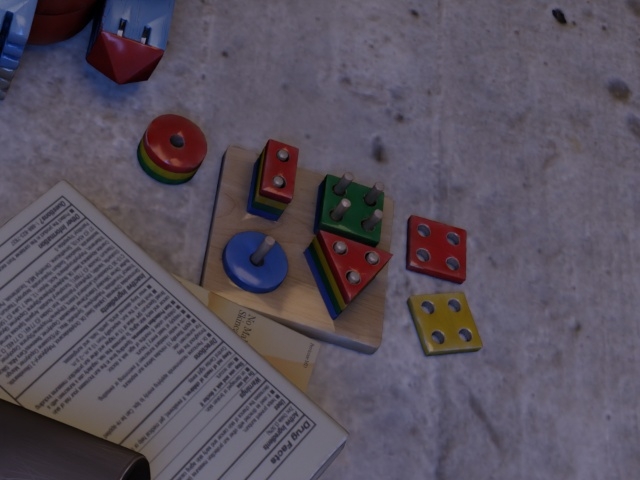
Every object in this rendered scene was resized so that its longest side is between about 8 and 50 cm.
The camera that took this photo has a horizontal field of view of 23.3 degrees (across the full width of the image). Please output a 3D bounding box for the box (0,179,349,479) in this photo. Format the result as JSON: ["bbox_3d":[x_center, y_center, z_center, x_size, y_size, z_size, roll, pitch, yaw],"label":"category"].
[{"bbox_3d":[-0.128,0.106,0.905,0.232,0.127,0.148,42,50,5],"label":"box"}]

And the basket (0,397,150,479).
[{"bbox_3d":[-0.210,0.135,0.757,0.227,0.204,0.154,16,52,7],"label":"basket"}]

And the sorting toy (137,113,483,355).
[{"bbox_3d":[0.000,0.000,1.091,0.274,0.046,0.132,18,53,-15],"label":"sorting toy"}]

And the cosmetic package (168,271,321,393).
[{"bbox_3d":[-0.063,0.074,1.013,0.115,0.041,0.060,24,51,-9],"label":"cosmetic package"}]

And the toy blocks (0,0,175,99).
[{"bbox_3d":[-0.232,-0.223,1.066,0.381,0.191,0.261,15,65,-15],"label":"toy blocks"}]
